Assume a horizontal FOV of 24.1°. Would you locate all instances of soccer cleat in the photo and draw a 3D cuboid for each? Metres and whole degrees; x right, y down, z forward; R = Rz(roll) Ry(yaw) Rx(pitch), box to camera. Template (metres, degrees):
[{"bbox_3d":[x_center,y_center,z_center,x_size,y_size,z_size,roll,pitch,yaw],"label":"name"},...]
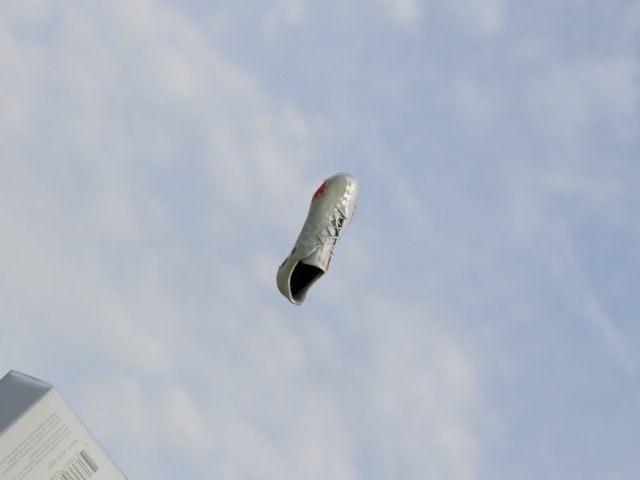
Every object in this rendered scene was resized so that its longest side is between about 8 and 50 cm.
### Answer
[{"bbox_3d":[0.000,0.000,0.870,0.029,0.083,0.035,24,18,-21],"label":"soccer cleat"}]

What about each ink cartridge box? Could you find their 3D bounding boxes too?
[{"bbox_3d":[-0.218,0.231,1.158,0.093,0.154,0.212,7,-44,56],"label":"ink cartridge box"}]
